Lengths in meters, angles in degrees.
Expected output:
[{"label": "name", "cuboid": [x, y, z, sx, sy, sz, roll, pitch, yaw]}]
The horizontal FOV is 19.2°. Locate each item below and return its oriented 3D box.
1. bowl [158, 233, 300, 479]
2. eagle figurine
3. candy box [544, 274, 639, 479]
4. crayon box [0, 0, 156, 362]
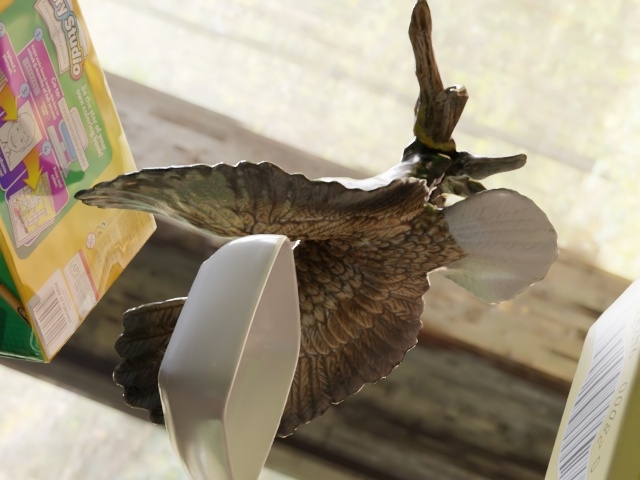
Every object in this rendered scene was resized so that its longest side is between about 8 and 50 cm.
[{"label": "bowl", "cuboid": [-0.056, 0.076, 1.152, 0.142, 0.053, 0.142, 85, -159, -53]}, {"label": "eagle figurine", "cuboid": [-0.006, 0.001, 1.358, 0.298, 0.226, 0.225, -33, 1, -32]}, {"label": "candy box", "cuboid": [0.136, 0.175, 0.555, 0.087, 0.183, 0.316, 116, 176, -62]}, {"label": "crayon box", "cuboid": [-0.226, -0.069, 1.375, 0.165, 0.081, 0.278, -54, -40, -41]}]
